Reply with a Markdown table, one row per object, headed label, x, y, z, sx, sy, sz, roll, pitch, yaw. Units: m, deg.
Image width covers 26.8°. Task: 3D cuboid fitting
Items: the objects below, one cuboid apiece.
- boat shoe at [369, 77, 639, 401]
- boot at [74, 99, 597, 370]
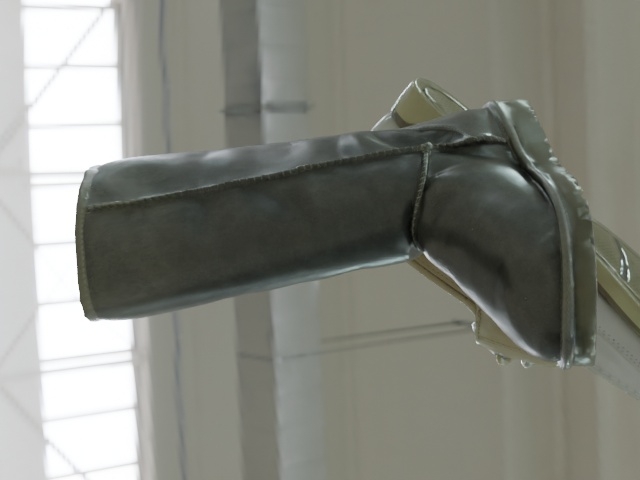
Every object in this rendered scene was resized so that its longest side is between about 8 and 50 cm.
| label | x | y | z | sx | sy | sz | roll | pitch | yaw |
| --- | --- | --- | --- | --- | --- | --- | --- | --- | --- |
| boat shoe | 0.143 | 0.029 | 0.888 | 0.302 | 0.113 | 0.103 | 43 | -71 | 5 |
| boot | 0.000 | 0.003 | 0.570 | 0.190 | 0.208 | 0.076 | -103 | -170 | -63 |
